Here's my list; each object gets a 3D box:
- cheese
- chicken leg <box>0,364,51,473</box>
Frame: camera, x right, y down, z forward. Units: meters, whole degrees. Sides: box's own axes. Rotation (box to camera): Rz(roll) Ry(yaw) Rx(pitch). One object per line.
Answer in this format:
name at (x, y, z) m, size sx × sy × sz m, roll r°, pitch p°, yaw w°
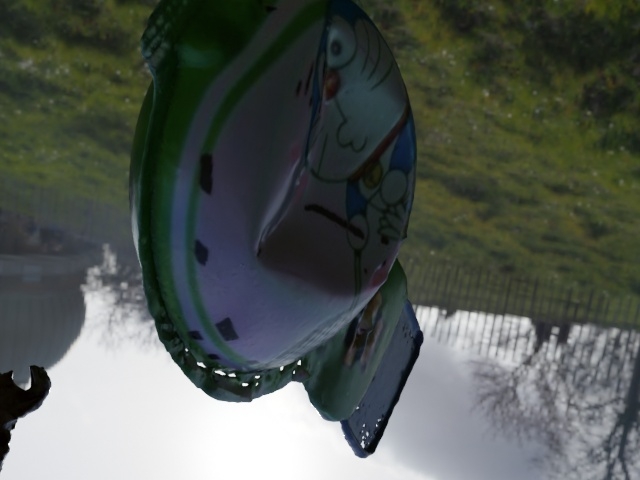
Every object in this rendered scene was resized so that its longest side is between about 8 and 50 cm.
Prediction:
cheese at (0.000, 0.000, 0.444) m, size 0.083 × 0.204 × 0.320 m, roll 10°, pitch 147°, yaw 30°
chicken leg at (-0.222, 0.170, 0.544) m, size 0.177 × 0.322 × 0.083 m, roll -28°, pitch 158°, yaw -9°
